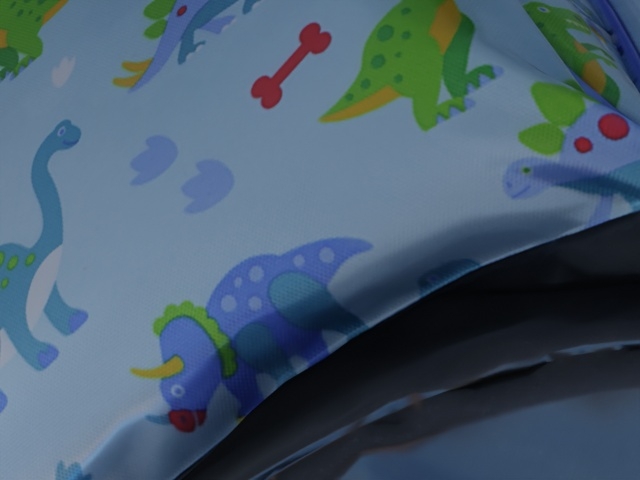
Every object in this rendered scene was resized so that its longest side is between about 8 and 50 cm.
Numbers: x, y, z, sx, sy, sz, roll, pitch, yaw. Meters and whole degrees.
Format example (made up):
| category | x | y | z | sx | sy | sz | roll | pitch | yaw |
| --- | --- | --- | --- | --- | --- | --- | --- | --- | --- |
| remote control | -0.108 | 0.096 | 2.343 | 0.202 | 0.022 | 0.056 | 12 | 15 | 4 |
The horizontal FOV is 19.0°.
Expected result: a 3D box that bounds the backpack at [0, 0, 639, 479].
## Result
| category | x | y | z | sx | sy | sz | roll | pitch | yaw |
| --- | --- | --- | --- | --- | --- | --- | --- | --- | --- |
| backpack | 0.000 | 0.000 | 0.557 | 0.273 | 0.290 | 0.355 | 45 | -157 | -19 |
